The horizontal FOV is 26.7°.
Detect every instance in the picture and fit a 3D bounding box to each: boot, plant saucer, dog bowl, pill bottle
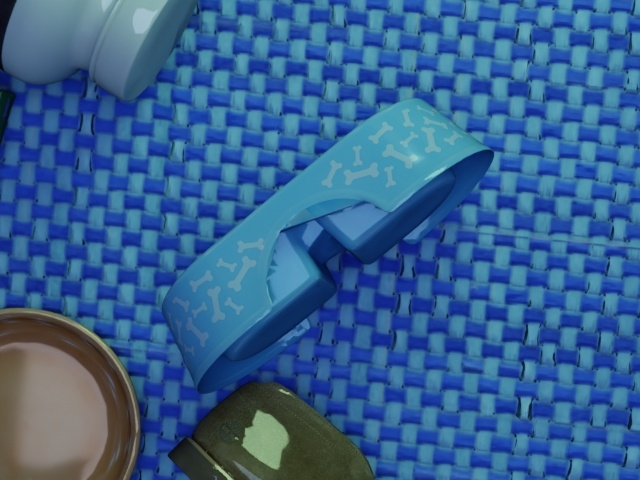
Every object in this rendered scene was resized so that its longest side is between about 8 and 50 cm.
[{"bbox_3d":[0.025,0.237,1.094,0.305,0.112,0.115,43,79,1],"label":"boot"},{"bbox_3d":[-0.247,0.155,1.131,0.200,0.037,0.200,0,92,2],"label":"plant saucer"},{"bbox_3d":[0.000,0.000,1.064,0.297,0.166,0.074,-39,77,2],"label":"dog bowl"},{"bbox_3d":[-0.258,-0.243,1.053,0.323,0.181,0.181,30,92,1],"label":"pill bottle"}]

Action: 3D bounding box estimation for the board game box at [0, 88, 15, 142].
[{"bbox_3d":[-0.438,-0.065,1.130,0.317,0.046,0.213,15,90,2],"label":"board game box"}]
